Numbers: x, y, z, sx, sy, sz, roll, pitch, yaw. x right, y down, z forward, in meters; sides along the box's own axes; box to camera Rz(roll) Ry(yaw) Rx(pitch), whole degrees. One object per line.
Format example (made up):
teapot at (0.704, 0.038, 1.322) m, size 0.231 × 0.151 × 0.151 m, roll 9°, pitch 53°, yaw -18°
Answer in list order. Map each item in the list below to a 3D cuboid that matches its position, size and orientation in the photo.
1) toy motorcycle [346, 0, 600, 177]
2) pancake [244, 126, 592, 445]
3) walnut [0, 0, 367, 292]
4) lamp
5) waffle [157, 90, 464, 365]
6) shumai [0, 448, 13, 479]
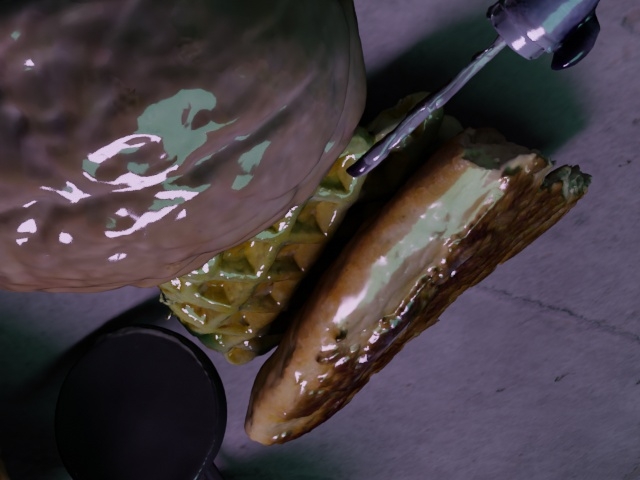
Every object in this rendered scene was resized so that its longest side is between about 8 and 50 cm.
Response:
toy motorcycle at (0.122, -0.182, 0.518) m, size 0.401 × 0.207 × 0.134 m, roll -38°, pitch 120°, yaw 22°
pancake at (0.072, 0.011, 0.842) m, size 0.244 × 0.057 × 0.266 m, roll -29°, pitch 163°, yaw -41°
walnut at (-0.096, -0.066, 0.525) m, size 0.231 × 0.178 × 0.178 m, roll -14°, pitch 151°, yaw 10°
lamp at (-0.106, 0.178, 0.976) m, size 0.108 × 0.130 × 0.371 m, roll -41°, pitch 162°, yaw -17°
waffle at (0.000, 0.000, 0.825) m, size 0.208 × 0.054 × 0.214 m, roll -33°, pitch 156°, yaw -1°
shumai at (-0.199, 0.191, 0.794) m, size 0.314 × 0.267 × 0.262 m, roll 0°, pitch 118°, yaw -28°
